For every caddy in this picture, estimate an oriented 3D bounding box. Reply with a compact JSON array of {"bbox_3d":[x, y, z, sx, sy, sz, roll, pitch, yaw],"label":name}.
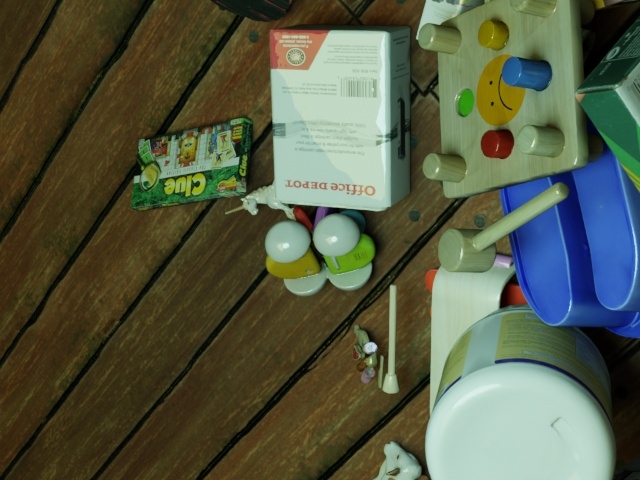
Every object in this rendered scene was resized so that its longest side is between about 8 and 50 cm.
[{"bbox_3d":[0.393,-0.034,1.685,0.241,0.179,0.341,-22,75,52],"label":"caddy"}]

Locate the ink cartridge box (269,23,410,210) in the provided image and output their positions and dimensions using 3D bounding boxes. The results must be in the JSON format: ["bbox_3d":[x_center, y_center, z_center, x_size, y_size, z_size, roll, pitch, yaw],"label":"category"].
[{"bbox_3d":[0.033,-0.195,1.927,0.197,0.114,0.273,5,105,23],"label":"ink cartridge box"}]

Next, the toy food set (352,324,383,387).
[{"bbox_3d":[0.072,0.196,2.044,0.122,0.019,0.078,-138,48,-65],"label":"toy food set"}]

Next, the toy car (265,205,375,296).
[{"bbox_3d":[0.000,0.000,2.016,0.182,0.159,0.136,-8,54,13],"label":"toy car"}]

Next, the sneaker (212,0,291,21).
[{"bbox_3d":[-0.062,-0.452,1.972,0.314,0.116,0.136,-15,56,49],"label":"sneaker"}]

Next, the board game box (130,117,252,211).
[{"bbox_3d":[-0.230,-0.131,2.180,0.259,0.030,0.136,-8,74,37],"label":"board game box"}]

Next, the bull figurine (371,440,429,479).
[{"bbox_3d":[0.117,0.498,2.088,0.188,0.101,0.310,-14,92,42],"label":"bull figurine"}]

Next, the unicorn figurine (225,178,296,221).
[{"bbox_3d":[-0.068,-0.079,2.097,0.111,0.060,0.162,39,106,22],"label":"unicorn figurine"}]

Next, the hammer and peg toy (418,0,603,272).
[{"bbox_3d":[0.252,-0.144,1.608,0.266,0.127,0.361,-15,74,54],"label":"hammer and peg toy"}]

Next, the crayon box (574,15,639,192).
[{"bbox_3d":[0.473,-0.130,1.533,0.318,0.202,0.081,51,157,-21],"label":"crayon box"}]

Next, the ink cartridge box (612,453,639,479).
[{"bbox_3d":[0.485,0.380,1.671,0.201,0.278,0.117,-6,96,37],"label":"ink cartridge box"}]

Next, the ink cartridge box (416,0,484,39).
[{"bbox_3d":[0.210,-0.369,1.775,0.061,0.104,0.181,28,117,28],"label":"ink cartridge box"}]

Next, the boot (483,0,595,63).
[{"bbox_3d":[0.309,-0.322,1.734,0.165,0.077,0.213,26,122,29],"label":"boot"}]

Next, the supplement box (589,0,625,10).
[{"bbox_3d":[0.435,-0.417,1.580,0.194,0.129,0.191,-13,95,38],"label":"supplement box"}]

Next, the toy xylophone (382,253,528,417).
[{"bbox_3d":[0.217,0.166,1.932,0.236,0.081,0.323,19,113,31],"label":"toy xylophone"}]

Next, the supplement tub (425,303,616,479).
[{"bbox_3d":[0.277,0.232,1.686,0.241,0.331,0.241,3,105,11],"label":"supplement tub"}]
